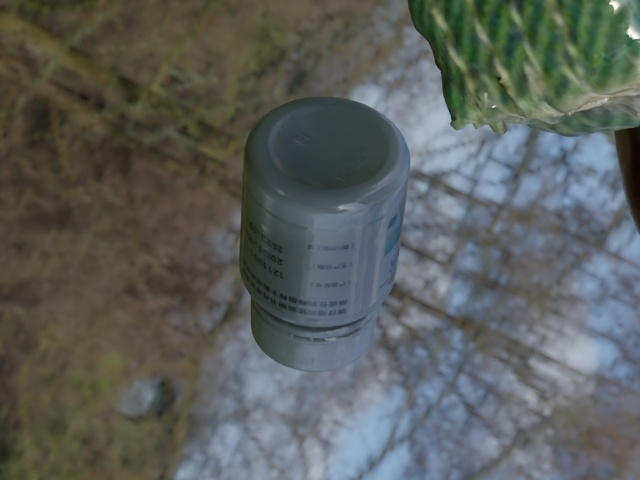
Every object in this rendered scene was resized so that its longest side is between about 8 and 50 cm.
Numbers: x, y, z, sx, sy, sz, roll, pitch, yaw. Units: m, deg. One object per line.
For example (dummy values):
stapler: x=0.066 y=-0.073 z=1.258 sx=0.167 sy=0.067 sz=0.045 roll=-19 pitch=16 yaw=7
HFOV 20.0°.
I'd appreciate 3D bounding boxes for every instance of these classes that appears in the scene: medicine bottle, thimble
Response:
medicine bottle: x=0.000 y=0.000 z=0.900 sx=0.130 sy=0.080 sz=0.080 roll=94 pitch=13 yaw=-47
thimble: x=0.084 y=-0.100 z=0.527 sx=0.090 sy=0.118 sz=0.135 roll=-11 pitch=-94 yaw=53

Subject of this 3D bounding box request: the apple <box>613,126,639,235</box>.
apple: x=0.227 y=-0.054 z=0.734 sx=0.234 sy=0.234 sz=0.234 roll=-64 pitch=-176 yaw=8
